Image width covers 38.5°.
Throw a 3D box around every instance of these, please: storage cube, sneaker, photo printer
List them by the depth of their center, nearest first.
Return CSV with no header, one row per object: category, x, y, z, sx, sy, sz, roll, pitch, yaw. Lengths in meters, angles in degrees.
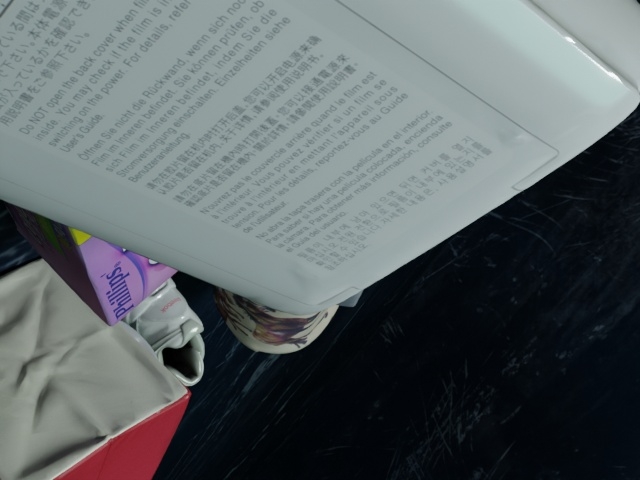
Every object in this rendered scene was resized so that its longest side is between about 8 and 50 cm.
photo printer,-0.045,-0.093,0.404,0.307,0.107,0.256,25,135,-34
storage cube,-0.251,0.163,0.743,0.183,0.215,0.193,-27,151,-52
sneaker,-0.187,0.134,1.040,0.090,0.115,0.232,-38,164,-31

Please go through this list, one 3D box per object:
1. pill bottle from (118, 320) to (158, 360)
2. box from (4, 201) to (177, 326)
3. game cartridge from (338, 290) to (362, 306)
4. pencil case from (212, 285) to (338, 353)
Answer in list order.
pill bottle,-0.265,0.184,0.945,0.208,0.119,0.119,-51,166,23
box,-0.106,-0.088,0.645,0.243,0.117,0.213,-41,166,-20
game cartridge,0.039,-0.104,0.690,0.198,0.062,0.297,119,-15,-77
pencil case,-0.022,-0.035,0.965,0.410,0.160,0.184,108,-1,-60
